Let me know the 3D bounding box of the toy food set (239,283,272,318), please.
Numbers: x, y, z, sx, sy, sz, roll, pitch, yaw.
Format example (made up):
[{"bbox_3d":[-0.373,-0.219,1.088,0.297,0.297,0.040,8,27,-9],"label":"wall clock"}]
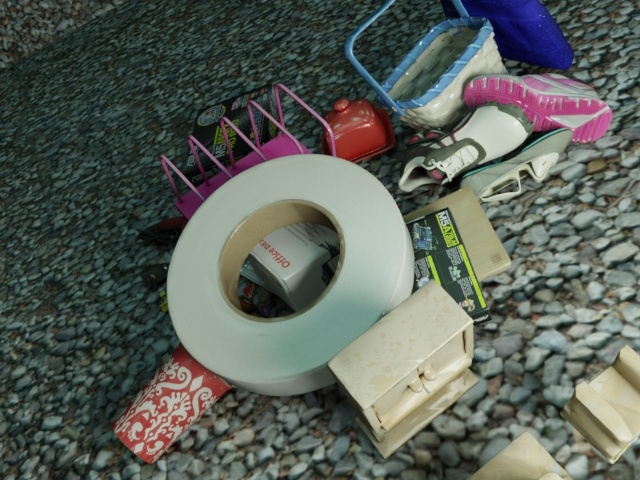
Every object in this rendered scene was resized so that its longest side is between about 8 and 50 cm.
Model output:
[{"bbox_3d":[-0.126,0.117,1.236,0.078,0.019,0.122,-19,40,13],"label":"toy food set"}]

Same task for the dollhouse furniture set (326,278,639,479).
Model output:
[{"bbox_3d":[0.202,0.275,0.765,0.362,0.256,0.394,-37,61,-8],"label":"dollhouse furniture set"}]

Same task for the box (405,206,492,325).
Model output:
[{"bbox_3d":[0.141,0.062,1.031,0.184,0.045,0.191,-21,55,9],"label":"box"}]

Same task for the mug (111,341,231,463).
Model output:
[{"bbox_3d":[-0.240,0.267,1.106,0.113,0.150,0.169,40,76,11],"label":"mug"}]

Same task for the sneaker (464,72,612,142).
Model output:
[{"bbox_3d":[0.384,-0.248,1.222,0.252,0.103,0.111,14,36,6],"label":"sneaker"}]

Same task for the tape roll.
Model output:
[{"bbox_3d":[-0.050,0.043,1.046,0.392,0.072,0.392,-10,58,16],"label":"tape roll"}]

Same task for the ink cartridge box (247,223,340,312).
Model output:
[{"bbox_3d":[0.000,0.000,1.203,0.237,0.100,0.172,-35,39,-16],"label":"ink cartridge box"}]

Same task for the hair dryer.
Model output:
[{"bbox_3d":[-0.301,-0.045,1.471,0.293,0.080,0.223,-36,39,-7],"label":"hair dryer"}]

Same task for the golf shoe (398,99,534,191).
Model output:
[{"bbox_3d":[0.250,-0.152,1.193,0.273,0.105,0.120,-18,34,53],"label":"golf shoe"}]

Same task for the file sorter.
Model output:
[{"bbox_3d":[-0.134,-0.140,1.321,0.290,0.182,0.202,-35,57,-17],"label":"file sorter"}]

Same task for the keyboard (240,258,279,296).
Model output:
[{"bbox_3d":[-0.080,0.065,1.257,0.072,0.014,0.256,-36,38,-27],"label":"keyboard"}]

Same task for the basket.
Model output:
[{"bbox_3d":[0.203,-0.341,1.291,0.255,0.289,0.201,-46,32,-10],"label":"basket"}]

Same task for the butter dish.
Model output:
[{"bbox_3d":[0.061,-0.244,1.427,0.160,0.118,0.160,-20,41,12],"label":"butter dish"}]

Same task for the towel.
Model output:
[{"bbox_3d":[0.348,-0.452,1.335,0.076,0.308,0.227,-52,39,6],"label":"towel"}]

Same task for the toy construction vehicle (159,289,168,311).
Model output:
[{"bbox_3d":[-0.271,0.114,1.318,0.086,0.035,0.098,-32,39,-1],"label":"toy construction vehicle"}]

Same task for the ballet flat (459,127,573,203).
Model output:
[{"bbox_3d":[0.345,-0.117,1.170,0.213,0.072,0.068,-26,67,7],"label":"ballet flat"}]

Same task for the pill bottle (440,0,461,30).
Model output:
[{"bbox_3d":[0.330,-0.593,1.514,0.153,0.265,0.153,-17,41,15],"label":"pill bottle"}]

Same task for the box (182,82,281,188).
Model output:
[{"bbox_3d":[-0.211,-0.258,1.657,0.216,0.060,0.270,-16,41,16],"label":"box"}]

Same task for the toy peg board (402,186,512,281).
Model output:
[{"bbox_3d":[0.205,0.024,1.101,0.161,0.079,0.161,-26,55,8],"label":"toy peg board"}]
